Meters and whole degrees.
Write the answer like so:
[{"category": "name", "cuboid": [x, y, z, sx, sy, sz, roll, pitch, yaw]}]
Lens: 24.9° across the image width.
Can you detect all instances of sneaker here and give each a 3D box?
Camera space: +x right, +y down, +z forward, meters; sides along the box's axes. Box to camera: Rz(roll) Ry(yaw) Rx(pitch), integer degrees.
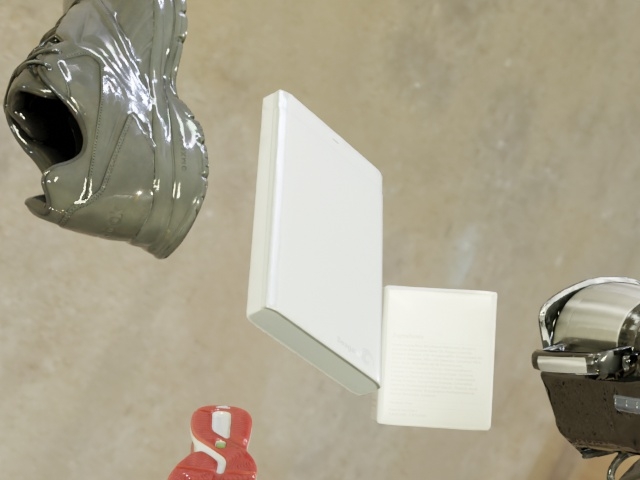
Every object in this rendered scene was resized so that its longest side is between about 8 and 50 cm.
[{"category": "sneaker", "cuboid": [-0.164, -0.121, 1.044, 0.130, 0.286, 0.109, 9, 137, -30]}, {"category": "sneaker", "cuboid": [-0.104, 0.266, 1.430, 0.221, 0.087, 0.128, -71, 166, -66]}]

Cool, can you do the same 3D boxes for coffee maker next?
[{"category": "coffee maker", "cuboid": [0.246, 0.106, 0.979, 0.120, 0.178, 0.171, -37, 103, -17]}]

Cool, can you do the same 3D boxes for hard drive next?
[{"category": "hard drive", "cuboid": [0.000, 0.000, 1.667, 0.203, 0.040, 0.307, 38, 40, -38]}]

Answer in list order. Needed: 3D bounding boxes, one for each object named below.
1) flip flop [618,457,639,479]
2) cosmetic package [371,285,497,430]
[{"category": "flip flop", "cuboid": [0.252, 0.267, 1.078, 0.080, 0.112, 0.277, 28, 77, -23]}, {"category": "cosmetic package", "cuboid": [0.150, 0.157, 1.948, 0.151, 0.151, 0.183, 104, -10, -86]}]
